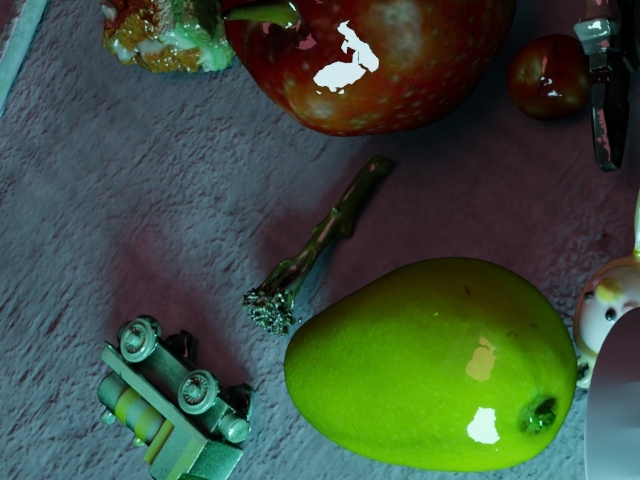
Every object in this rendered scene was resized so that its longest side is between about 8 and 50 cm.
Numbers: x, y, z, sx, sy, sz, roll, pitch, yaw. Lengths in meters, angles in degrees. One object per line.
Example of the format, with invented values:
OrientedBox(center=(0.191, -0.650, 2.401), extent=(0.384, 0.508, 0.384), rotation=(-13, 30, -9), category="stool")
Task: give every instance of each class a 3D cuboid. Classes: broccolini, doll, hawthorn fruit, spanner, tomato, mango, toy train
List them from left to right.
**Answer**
OrientedBox(center=(-0.158, 0.167, 1.845), extent=(0.200, 0.083, 0.132), rotation=(37, 97, 40), category="toy train")
OrientedBox(center=(-0.002, -0.002, 1.822), extent=(0.216, 0.058, 0.067), rotation=(-54, 48, 3), category="broccolini")
OrientedBox(center=(0.018, -0.232, 1.724), extent=(0.285, 0.369, 0.284), rotation=(12, 112, 32), category="hawthorn fruit")
OrientedBox(center=(0.088, 0.111, 1.644), extent=(0.343, 0.156, 0.192), rotation=(-1, 72, 46), category="mango")
OrientedBox(center=(0.218, -0.158, 1.723), extent=(0.087, 0.075, 0.087), rotation=(-14, 66, 33), category="tomato")
OrientedBox(center=(0.273, -0.216, 1.695), extent=(0.040, 0.096, 0.325), rotation=(-10, 64, 32), category="spanner")
OrientedBox(center=(0.308, 0.006, 1.561), extent=(0.296, 0.117, 0.141), rotation=(-51, 42, 5), category="doll")

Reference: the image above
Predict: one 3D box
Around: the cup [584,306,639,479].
OrientedBox(center=(0.411, 0.132, 1.386), extent=(0.327, 0.237, 0.323), rotation=(-6, 37, 34), category="cup")

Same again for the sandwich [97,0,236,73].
OrientedBox(center=(-0.187, -0.255, 2.029), extent=(0.160, 0.109, 0.185), rotation=(-34, 54, 16), category="sandwich")

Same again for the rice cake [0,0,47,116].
OrientedBox(center=(-0.374, -0.245, 2.205), extent=(0.033, 0.033, 0.207), rotation=(13, 80, 49), category="rice cake")
